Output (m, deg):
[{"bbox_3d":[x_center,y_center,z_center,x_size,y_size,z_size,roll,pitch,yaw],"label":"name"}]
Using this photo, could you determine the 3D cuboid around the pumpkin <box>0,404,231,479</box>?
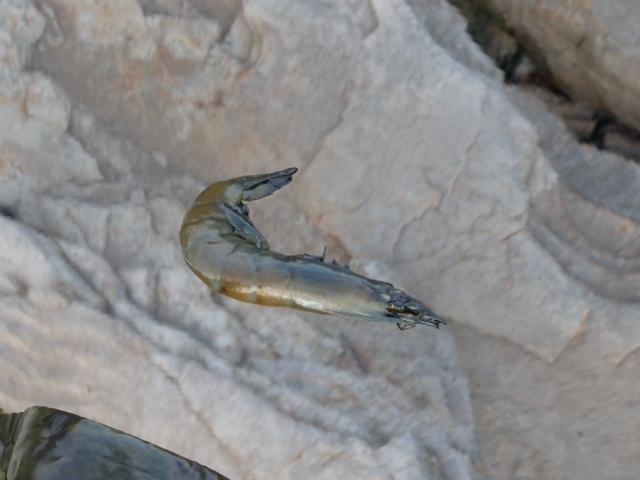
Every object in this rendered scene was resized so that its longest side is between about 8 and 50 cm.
[{"bbox_3d":[-0.186,0.205,0.953,0.222,0.317,0.139,26,74,-22],"label":"pumpkin"}]

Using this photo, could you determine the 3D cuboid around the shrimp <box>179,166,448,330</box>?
[{"bbox_3d":[0.000,0.000,1.253,0.262,0.051,0.198,14,42,-3],"label":"shrimp"}]
